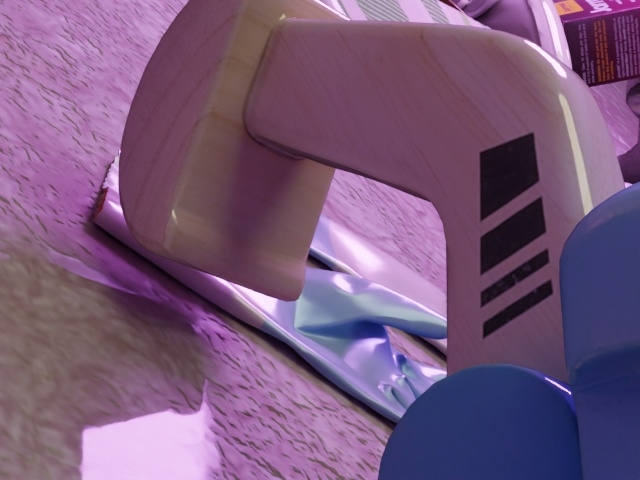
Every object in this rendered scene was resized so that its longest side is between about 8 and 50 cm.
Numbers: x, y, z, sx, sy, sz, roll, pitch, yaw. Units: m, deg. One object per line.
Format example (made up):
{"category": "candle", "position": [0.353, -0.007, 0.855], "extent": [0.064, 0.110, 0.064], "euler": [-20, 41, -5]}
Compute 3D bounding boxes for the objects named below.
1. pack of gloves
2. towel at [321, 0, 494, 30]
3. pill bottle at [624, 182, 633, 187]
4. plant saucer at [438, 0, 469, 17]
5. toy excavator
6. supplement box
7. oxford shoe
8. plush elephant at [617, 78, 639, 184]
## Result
{"category": "pack of gloves", "position": [0.000, 0.000, 0.683], "extent": [0.232, 0.046, 0.195], "euler": [35, 21, -16]}
{"category": "towel", "position": [0.108, -0.137, 1.128], "extent": [0.325, 0.038, 0.248], "euler": [14, 41, -46]}
{"category": "pill bottle", "position": [0.220, 0.026, 0.945], "extent": [0.108, 0.108, 0.193], "euler": [12, 34, -54]}
{"category": "plant saucer", "position": [0.117, -0.185, 1.278], "extent": [0.198, 0.036, 0.198], "euler": [32, 33, -24]}
{"category": "toy excavator", "position": [0.095, 0.057, 0.390], "extent": [0.222, 0.433, 0.445], "euler": [24, 56, -39]}
{"category": "supplement box", "position": [0.349, -0.233, 1.423], "extent": [0.104, 0.188, 0.081], "euler": [-100, 179, -66]}
{"category": "oxford shoe", "position": [0.176, -0.259, 1.479], "extent": [0.130, 0.169, 0.449], "euler": [-11, 48, -9]}
{"category": "plush elephant", "position": [0.454, -0.121, 1.511], "extent": [0.255, 0.330, 0.272], "euler": [23, 29, 13]}
